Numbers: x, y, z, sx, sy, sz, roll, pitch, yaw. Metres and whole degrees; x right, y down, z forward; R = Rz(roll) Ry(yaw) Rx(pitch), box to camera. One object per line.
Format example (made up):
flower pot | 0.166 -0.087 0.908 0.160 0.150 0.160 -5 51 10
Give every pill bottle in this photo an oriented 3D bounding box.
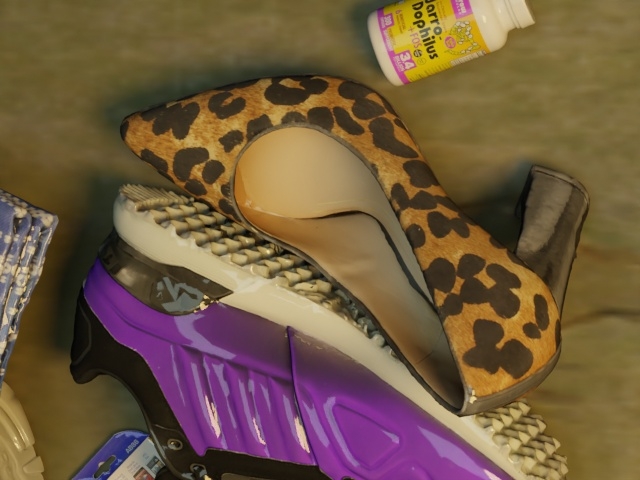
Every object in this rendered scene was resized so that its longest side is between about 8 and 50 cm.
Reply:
pill bottle | 0.070 -0.115 1.028 0.083 0.043 0.043 -20 90 13

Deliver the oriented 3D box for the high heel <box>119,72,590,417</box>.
high heel | 0.000 0.000 0.977 0.261 0.186 0.093 13 126 9

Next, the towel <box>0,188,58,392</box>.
towel | -0.267 0.108 1.082 0.243 0.040 0.336 23 100 40

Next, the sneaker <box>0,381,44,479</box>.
sneaker | -0.197 0.195 1.100 0.095 0.090 0.235 -18 83 21

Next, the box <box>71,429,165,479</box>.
box | -0.084 0.172 1.094 0.136 0.028 0.081 44 102 4

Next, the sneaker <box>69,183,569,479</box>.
sneaker | -0.011 0.099 1.040 0.293 0.102 0.146 31 102 15
